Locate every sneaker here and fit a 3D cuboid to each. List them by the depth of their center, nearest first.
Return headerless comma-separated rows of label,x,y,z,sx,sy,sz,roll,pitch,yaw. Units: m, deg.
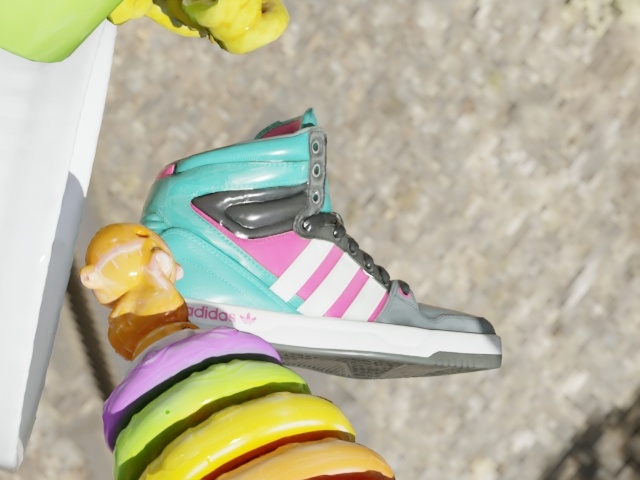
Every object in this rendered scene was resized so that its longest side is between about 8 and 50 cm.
sneaker,0.000,0.000,1.400,0.295,0.124,0.178,10,77,-29

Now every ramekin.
ramekin,-0.207,-0.017,1.126,0.277,0.135,0.277,-168,-90,-86

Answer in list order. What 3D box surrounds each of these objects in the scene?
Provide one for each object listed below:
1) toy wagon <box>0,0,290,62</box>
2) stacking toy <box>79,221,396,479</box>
toy wagon,-0.149,-0.125,0.370,0.068,0.267,0.344,-44,120,14
stacking toy,-0.055,0.107,1.060,0.175,0.302,0.166,-5,141,-39
